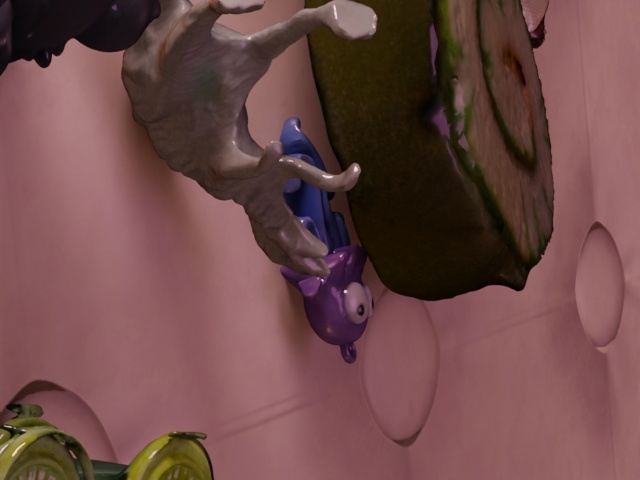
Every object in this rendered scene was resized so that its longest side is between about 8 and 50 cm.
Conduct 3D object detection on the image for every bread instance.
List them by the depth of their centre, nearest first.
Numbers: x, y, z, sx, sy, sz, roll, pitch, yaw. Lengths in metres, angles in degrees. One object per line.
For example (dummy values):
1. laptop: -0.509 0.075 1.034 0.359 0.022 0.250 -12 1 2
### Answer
1. bread: 0.095 -0.144 1.417 0.366 0.129 0.382 41 44 -61

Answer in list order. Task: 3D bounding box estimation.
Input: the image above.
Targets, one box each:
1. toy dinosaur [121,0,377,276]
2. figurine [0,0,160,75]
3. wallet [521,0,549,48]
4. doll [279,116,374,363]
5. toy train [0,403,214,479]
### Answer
1. toy dinosaur: -0.080 -0.139 1.135 0.393 0.205 0.092 48 51 -12
2. figurine: -0.200 -0.163 0.954 0.193 0.140 0.265 60 12 -14
3. wallet: 0.200 -0.369 1.714 0.335 0.068 0.275 -66 145 -46
4. doll: 0.000 0.000 1.349 0.110 0.067 0.206 -18 93 -67
5. toy train: -0.176 0.191 0.954 0.271 0.159 0.188 15 81 -58
